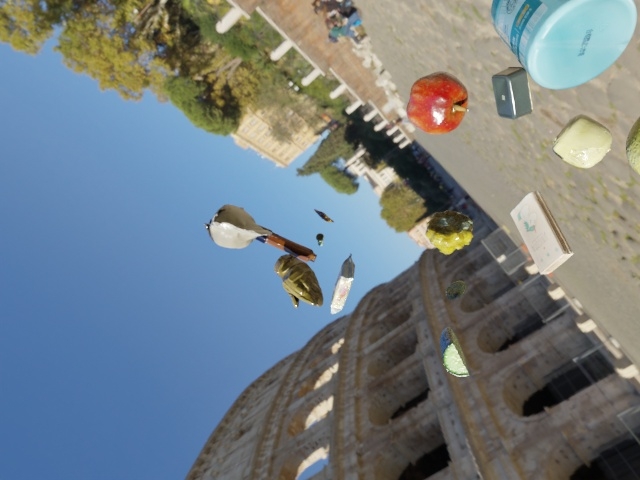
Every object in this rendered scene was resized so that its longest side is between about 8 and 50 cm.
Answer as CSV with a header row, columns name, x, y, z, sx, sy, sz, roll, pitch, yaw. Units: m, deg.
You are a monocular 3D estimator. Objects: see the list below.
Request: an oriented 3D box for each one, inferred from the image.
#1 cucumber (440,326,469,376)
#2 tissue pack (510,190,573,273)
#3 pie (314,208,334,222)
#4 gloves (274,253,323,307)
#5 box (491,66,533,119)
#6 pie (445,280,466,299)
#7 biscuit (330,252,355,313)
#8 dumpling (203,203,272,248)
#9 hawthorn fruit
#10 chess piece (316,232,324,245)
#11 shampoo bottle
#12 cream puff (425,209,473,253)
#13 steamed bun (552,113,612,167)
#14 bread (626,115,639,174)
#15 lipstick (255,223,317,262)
name,x,y,z,sx,sy,sz,roll,pitch,yaw
cucumber,0.445,0.369,1.556,0.115,0.063,0.244,63,-164,-1
tissue pack,0.938,-0.036,1.946,0.071,0.170,0.325,-2,-123,-16
pie,0.010,-0.133,2.420,0.088,0.033,0.191,38,-178,24
gloves,-0.099,0.179,2.041,0.331,0.154,0.141,45,149,47
box,0.806,-0.619,1.927,0.144,0.090,0.201,-121,8,-64
pie,0.500,0.184,1.688,0.017,0.085,0.085,40,-162,-21
biscuit,0.122,0.237,2.456,0.079,0.309,0.186,13,-141,-3
dumpling,-0.309,-0.030,1.679,0.204,0.163,0.293,40,-178,-1
hawthorn fruit,0.565,-0.628,2.109,0.287,0.287,0.330,40,-179,-36
chess piece,0.000,0.000,2.289,0.042,0.042,0.093,58,170,23
shampoo bottle,0.783,-0.724,1.496,0.331,0.331,0.342,37,-148,-41
cream puff,0.392,-0.017,1.382,0.146,0.146,0.116,-112,-1,-46
steamed bun,1.279,-0.489,2.196,0.232,0.273,0.166,40,158,22
bread,1.172,-0.326,1.473,0.237,0.320,0.320,21,-159,-6
lipstick,-0.214,0.004,2.245,0.419,0.077,0.077,25,-163,1
